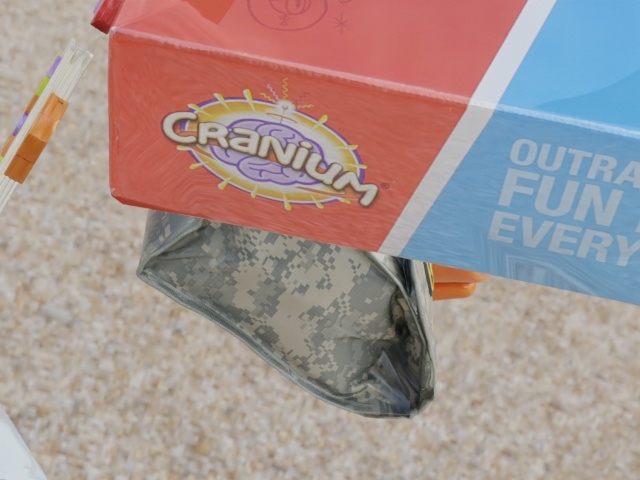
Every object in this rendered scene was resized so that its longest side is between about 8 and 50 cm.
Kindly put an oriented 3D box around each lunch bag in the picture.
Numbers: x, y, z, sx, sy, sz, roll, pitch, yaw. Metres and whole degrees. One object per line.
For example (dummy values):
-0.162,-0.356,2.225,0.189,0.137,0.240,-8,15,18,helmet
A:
0.000,0.000,1.189,0.287,0.169,0.235,37,25,-22,lunch bag

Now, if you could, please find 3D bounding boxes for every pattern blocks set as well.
-0.252,-0.099,1.184,0.026,0.325,0.285,30,-11,-14,pattern blocks set

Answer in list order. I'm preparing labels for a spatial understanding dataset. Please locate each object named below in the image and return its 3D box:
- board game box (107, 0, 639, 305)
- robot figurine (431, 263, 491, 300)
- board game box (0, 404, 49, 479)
0.092,-0.122,0.433,0.242,0.064,0.316,11,50,3,board game box
0.114,-0.017,1.468,0.219,0.128,0.158,-2,-25,28,robot figurine
-0.203,0.208,0.744,0.097,0.224,0.303,-10,25,-28,board game box
